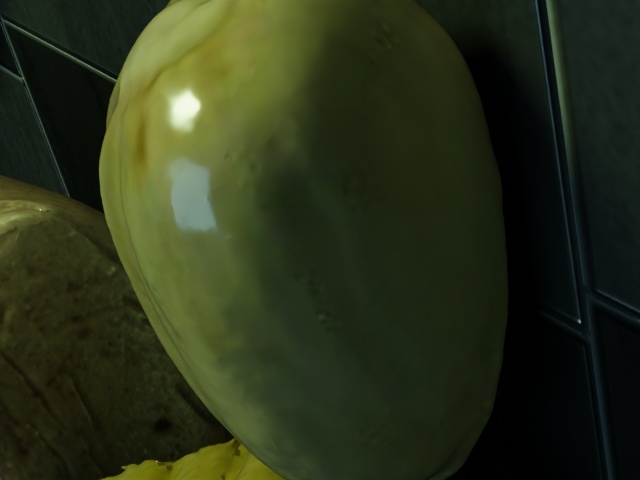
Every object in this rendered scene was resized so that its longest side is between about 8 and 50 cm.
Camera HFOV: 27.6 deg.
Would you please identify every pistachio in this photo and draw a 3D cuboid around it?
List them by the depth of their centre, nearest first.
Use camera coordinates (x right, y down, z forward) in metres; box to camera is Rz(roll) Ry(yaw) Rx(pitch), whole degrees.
[{"bbox_3d":[0.000,0.000,0.447,0.129,0.131,0.206,-80,-26,-50],"label":"pistachio"}]

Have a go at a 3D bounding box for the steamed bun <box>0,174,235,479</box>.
[{"bbox_3d":[-0.155,0.082,0.762,0.251,0.199,0.301,8,135,40],"label":"steamed bun"}]

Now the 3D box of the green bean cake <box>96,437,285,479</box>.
[{"bbox_3d":[-0.019,0.198,0.579,0.229,0.131,0.224,-17,112,21],"label":"green bean cake"}]
